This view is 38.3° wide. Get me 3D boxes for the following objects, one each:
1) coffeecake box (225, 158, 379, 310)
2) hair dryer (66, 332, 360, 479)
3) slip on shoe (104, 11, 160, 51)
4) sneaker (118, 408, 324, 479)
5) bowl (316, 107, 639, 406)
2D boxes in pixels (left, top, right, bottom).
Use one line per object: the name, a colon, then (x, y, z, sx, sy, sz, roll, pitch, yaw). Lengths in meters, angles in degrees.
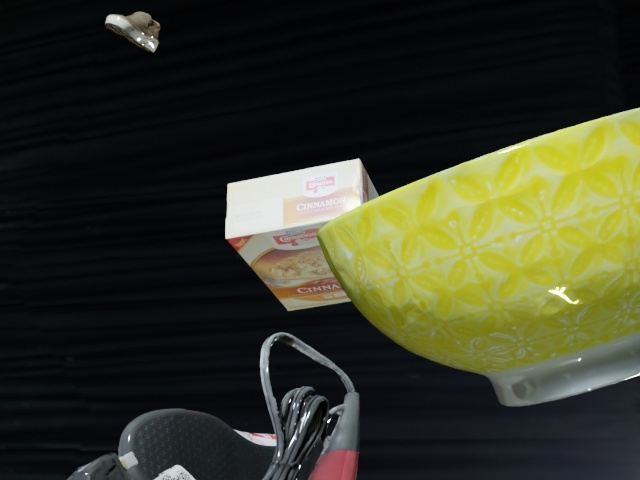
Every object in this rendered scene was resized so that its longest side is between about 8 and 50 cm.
coffeecake box: (0.000, 0.000, 0.980, 0.185, 0.142, 0.068, 56, 29, -57)
hair dryer: (-0.001, 0.209, 0.592, 0.223, 0.080, 0.293, -28, 78, -31)
slip on shoe: (-0.240, -0.281, 1.205, 0.041, 0.051, 0.135, -64, 171, 4)
sneaker: (-0.115, 0.222, 0.878, 0.270, 0.145, 0.090, 19, 61, -47)
bowl: (0.157, 0.024, 0.642, 0.289, 0.289, 0.156, -3, 75, -68)
